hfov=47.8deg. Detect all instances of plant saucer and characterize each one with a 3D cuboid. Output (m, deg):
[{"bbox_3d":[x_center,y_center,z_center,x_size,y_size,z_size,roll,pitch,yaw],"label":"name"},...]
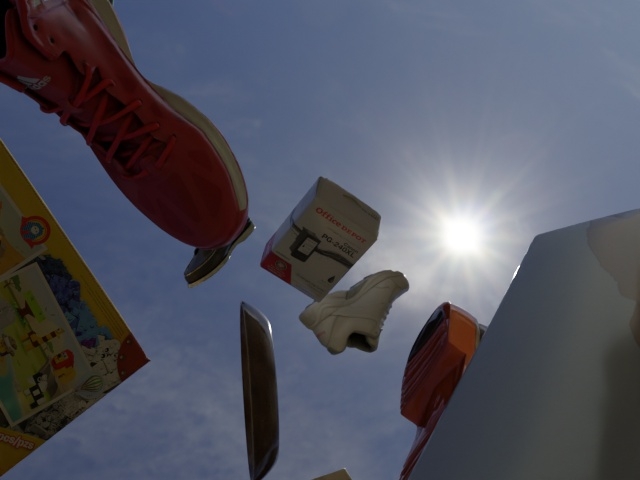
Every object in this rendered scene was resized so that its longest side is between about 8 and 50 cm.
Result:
[{"bbox_3d":[-0.105,0.255,1.231,0.050,0.310,0.310,-4,-127,-8],"label":"plant saucer"}]

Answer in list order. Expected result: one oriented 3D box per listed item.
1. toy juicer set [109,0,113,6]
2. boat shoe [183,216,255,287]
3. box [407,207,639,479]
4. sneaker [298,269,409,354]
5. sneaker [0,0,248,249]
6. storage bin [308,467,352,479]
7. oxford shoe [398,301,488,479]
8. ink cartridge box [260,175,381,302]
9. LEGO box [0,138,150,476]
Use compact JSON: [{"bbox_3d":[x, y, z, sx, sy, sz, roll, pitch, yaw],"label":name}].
[{"bbox_3d":[-0.360,-0.426,1.078,0.090,0.209,0.329,-8,-110,5],"label":"toy juicer set"},{"bbox_3d":[-0.215,0.007,1.457,0.068,0.081,0.227,59,-142,-21],"label":"boat shoe"},{"bbox_3d":[0.170,0.107,0.422,0.148,0.121,0.311,63,-144,-14],"label":"box"},{"bbox_3d":[0.072,0.127,1.197,0.232,0.090,0.115,-22,-102,-38],"label":"sneaker"},{"bbox_3d":[-0.141,-0.074,0.440,0.221,0.087,0.128,49,-162,-2],"label":"sneaker"},{"bbox_3d":[-0.063,0.559,1.297,0.262,0.260,0.123,-8,-138,-31],"label":"storage bin"},{"bbox_3d":[0.140,0.185,0.592,0.133,0.130,0.363,27,-148,-4],"label":"oxford shoe"},{"bbox_3d":[0.000,0.000,1.037,0.109,0.150,0.063,33,-148,-12],"label":"ink cartridge box"},{"bbox_3d":[-0.563,0.089,1.080,0.372,0.193,0.500,-39,-73,-29],"label":"LEGO box"}]
